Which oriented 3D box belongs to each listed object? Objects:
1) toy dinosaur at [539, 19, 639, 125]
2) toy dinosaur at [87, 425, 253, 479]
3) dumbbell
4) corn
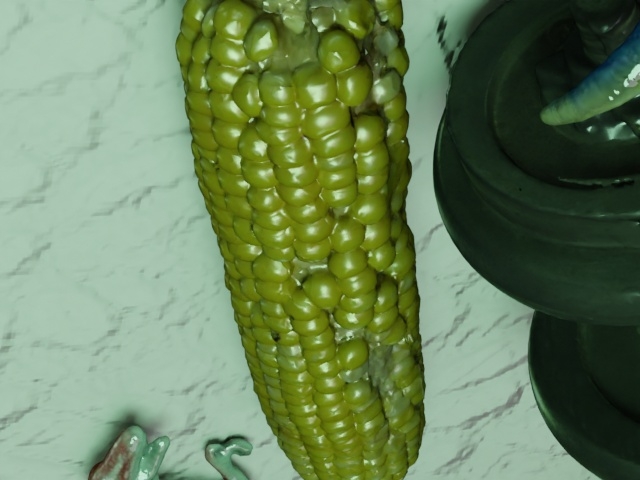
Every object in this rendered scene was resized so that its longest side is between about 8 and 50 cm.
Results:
[{"bbox_3d":[0.161,-0.156,0.646,0.247,0.188,0.075,-28,166,0],"label":"toy dinosaur"},{"bbox_3d":[-0.091,0.201,0.920,0.167,0.053,0.242,20,118,-35],"label":"toy dinosaur"},{"bbox_3d":[0.162,-0.003,0.765,0.192,0.192,0.290,-30,134,2],"label":"dumbbell"},{"bbox_3d":[0.000,0.000,0.762,0.097,0.097,0.320,-18,136,-9],"label":"corn"}]
